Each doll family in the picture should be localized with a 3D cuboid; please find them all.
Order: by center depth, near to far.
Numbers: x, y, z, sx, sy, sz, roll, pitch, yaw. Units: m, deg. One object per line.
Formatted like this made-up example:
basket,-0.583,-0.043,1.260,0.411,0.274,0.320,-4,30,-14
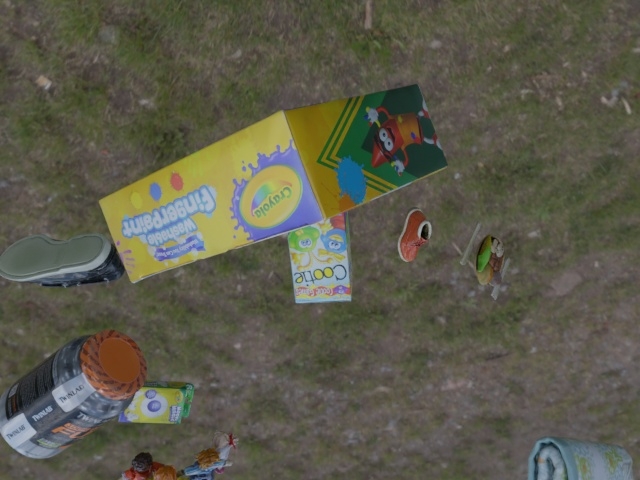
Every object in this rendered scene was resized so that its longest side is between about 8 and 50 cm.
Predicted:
doll family,-0.273,0.484,1.361,0.263,0.118,0.163,-9,137,-30

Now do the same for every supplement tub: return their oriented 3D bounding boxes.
supplement tub,-0.541,0.333,1.455,0.316,0.193,0.193,-35,122,25

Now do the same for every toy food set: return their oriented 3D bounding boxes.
toy food set,0.409,0.050,1.575,0.039,0.132,0.192,8,156,46

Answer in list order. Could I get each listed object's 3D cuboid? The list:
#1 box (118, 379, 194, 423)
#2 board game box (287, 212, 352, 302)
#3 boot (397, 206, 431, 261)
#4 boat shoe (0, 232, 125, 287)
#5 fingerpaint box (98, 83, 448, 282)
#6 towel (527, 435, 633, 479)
box,-0.413,0.409,1.676,0.179,0.043,0.105,7,106,-23
board game box,0.000,0.000,1.622,0.142,0.144,0.275,-2,121,5
boot,0.252,-0.001,1.763,0.059,0.084,0.157,-9,123,-24
boat shoe,-0.582,0.056,1.495,0.340,0.127,0.113,-9,142,24
fingerpaint box,-0.079,-0.098,1.107,0.445,0.371,0.163,-17,96,40
towel,0.482,0.559,1.213,0.090,0.374,0.321,-6,160,41
